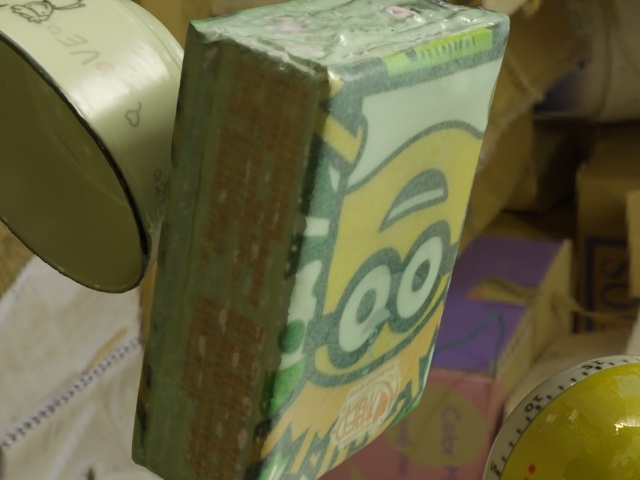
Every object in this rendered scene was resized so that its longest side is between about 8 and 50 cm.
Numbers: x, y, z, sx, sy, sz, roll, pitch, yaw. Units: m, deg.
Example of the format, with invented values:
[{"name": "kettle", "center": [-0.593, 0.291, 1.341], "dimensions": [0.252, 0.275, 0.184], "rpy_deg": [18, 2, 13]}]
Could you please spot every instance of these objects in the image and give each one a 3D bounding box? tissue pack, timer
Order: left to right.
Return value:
[{"name": "tissue pack", "center": [0.000, 0.000, 0.820], "dimensions": [0.228, 0.128, 0.311], "rpy_deg": [-25, 132, -52]}, {"name": "timer", "center": [0.294, 0.249, 1.073], "dimensions": [0.285, 0.285, 0.285], "rpy_deg": [5, 90, -69]}]

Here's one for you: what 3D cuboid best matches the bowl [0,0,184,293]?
[{"name": "bowl", "center": [-0.168, -0.089, 0.890], "dimensions": [0.126, 0.237, 0.238], "rpy_deg": [-41, 136, -31]}]
